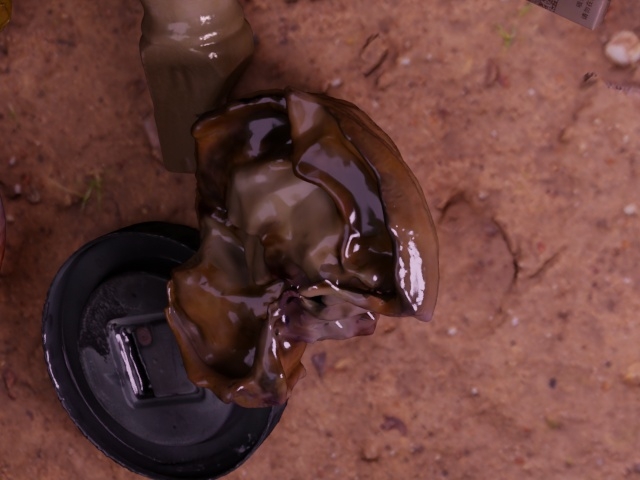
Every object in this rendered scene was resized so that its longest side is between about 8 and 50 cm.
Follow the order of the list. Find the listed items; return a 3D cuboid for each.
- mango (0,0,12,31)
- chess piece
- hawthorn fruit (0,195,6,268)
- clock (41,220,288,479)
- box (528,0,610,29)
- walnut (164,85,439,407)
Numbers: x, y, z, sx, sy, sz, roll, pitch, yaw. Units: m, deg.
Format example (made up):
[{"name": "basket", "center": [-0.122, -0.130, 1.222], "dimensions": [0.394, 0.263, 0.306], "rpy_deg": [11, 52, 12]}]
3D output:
[{"name": "mango", "center": [-0.353, -0.194, 1.506], "dimensions": [0.248, 0.151, 0.156], "rpy_deg": [4, 141, 22]}, {"name": "chess piece", "center": [-0.090, -0.139, 1.420], "dimensions": [0.090, 0.090, 0.200], "rpy_deg": [9, 124, 26]}, {"name": "hawthorn fruit", "center": [-0.380, 0.009, 1.533], "dimensions": [0.263, 0.235, 0.231], "rpy_deg": [-27, 103, 40]}, {"name": "clock", "center": [-0.121, 0.089, 1.536], "dimensions": [0.215, 0.042, 0.215], "rpy_deg": [10, 113, 25]}, {"name": "box", "center": [0.158, -0.182, 1.292], "dimensions": [0.083, 0.024, 0.053], "rpy_deg": [26, 119, 16]}, {"name": "walnut", "center": [-0.008, -0.008, 1.383], "dimensions": [0.238, 0.141, 0.204], "rpy_deg": [-32, 82, 35]}]
